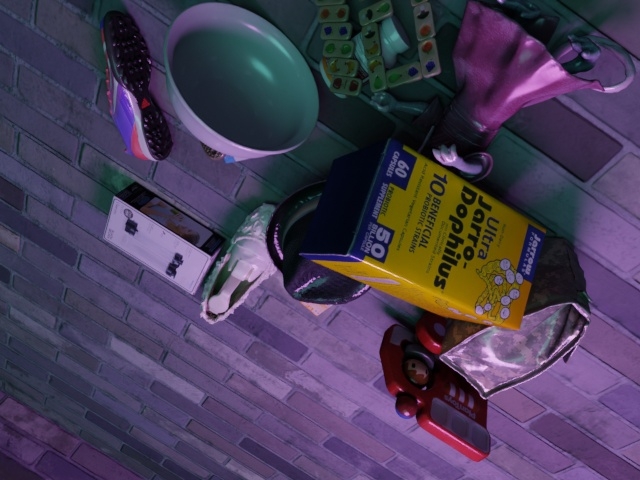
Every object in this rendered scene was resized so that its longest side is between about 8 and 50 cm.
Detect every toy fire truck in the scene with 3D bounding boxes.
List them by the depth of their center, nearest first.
[{"bbox_3d":[0.273,0.339,1.086,0.302,0.254,0.169,33,127,-3],"label":"toy fire truck"}]

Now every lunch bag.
[{"bbox_3d":[0.404,0.142,0.920,0.169,0.235,0.287,42,126,-6],"label":"lunch bag"}]

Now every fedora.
[{"bbox_3d":[0.026,0.035,0.971,0.334,0.152,0.334,5,126,7],"label":"fedora"}]

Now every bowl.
[{"bbox_3d":[-0.159,-0.268,0.846,0.298,0.298,0.134,47,142,-13],"label":"bowl"}]

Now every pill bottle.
[{"bbox_3d":[0.080,-0.330,0.822,0.152,0.086,0.086,-26,110,31],"label":"pill bottle"}]

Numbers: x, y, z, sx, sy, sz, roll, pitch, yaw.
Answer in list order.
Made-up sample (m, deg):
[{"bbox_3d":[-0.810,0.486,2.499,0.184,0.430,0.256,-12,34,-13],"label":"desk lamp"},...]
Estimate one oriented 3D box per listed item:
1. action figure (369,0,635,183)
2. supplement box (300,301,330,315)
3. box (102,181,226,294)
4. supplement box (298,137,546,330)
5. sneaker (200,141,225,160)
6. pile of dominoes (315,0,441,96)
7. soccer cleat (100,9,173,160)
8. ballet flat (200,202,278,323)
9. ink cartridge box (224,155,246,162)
[{"bbox_3d":[0.270,-0.226,0.801,0.276,0.248,0.370,-3,144,-25],"label":"action figure"},{"bbox_3d":[0.002,0.147,1.196,0.062,0.036,0.098,41,126,-10],"label":"supplement box"},{"bbox_3d":[-0.415,-0.002,1.219,0.290,0.087,0.169,32,127,-2],"label":"box"},{"bbox_3d":[0.179,0.002,0.804,0.357,0.194,0.195,24,169,-23],"label":"supplement box"},{"bbox_3d":[-0.212,-0.254,0.946,0.066,0.071,0.188,-10,85,13],"label":"sneaker"},{"bbox_3d":[0.078,-0.367,0.747,0.196,0.040,0.251,-10,85,28],"label":"pile of dominoes"},{"bbox_3d":[-0.426,-0.325,1.003,0.116,0.108,0.318,7,126,21],"label":"soccer cleat"},{"bbox_3d":[-0.201,0.086,1.172,0.147,0.147,0.409,35,126,-4],"label":"ballet flat"},{"bbox_3d":[-0.162,-0.227,0.999,0.122,0.052,0.088,-6,120,24],"label":"ink cartridge box"}]
